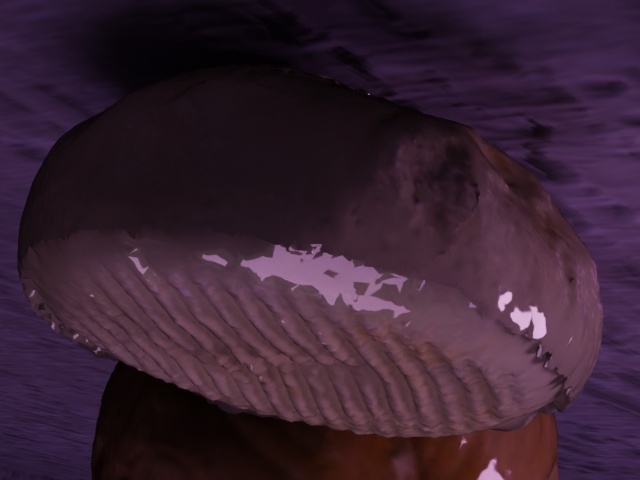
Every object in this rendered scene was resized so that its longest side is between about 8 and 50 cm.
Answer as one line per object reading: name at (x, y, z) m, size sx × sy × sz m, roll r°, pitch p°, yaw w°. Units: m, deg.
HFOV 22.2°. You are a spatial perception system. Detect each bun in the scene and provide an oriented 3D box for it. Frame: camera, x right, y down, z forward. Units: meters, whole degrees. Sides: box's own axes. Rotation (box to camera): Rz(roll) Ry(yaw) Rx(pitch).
bun at (0.000, 0.000, 0.775) m, size 0.287 × 0.146 × 0.287 m, roll 9°, pitch 162°, yaw 3°

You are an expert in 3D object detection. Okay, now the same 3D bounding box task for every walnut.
walnut at (0.001, 0.134, 1.042) m, size 0.252 × 0.277 × 0.313 m, roll 50°, pitch 175°, yaw -21°
